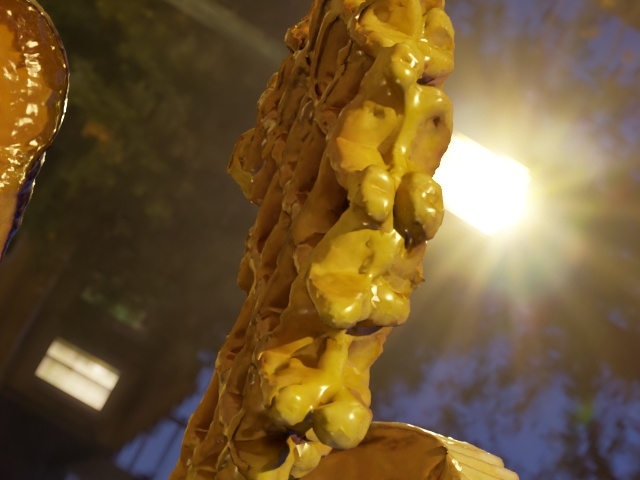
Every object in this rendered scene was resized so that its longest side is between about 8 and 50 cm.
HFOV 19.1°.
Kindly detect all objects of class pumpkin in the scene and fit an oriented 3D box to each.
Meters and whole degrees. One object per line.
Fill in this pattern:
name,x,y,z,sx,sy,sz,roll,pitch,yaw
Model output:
pumpkin,-0.249,-0.126,1.497,0.163,0.278,0.111,-15,-148,20

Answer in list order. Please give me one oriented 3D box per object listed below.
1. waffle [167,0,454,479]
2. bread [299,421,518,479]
waffle,0.000,0.000,0.896,0.260,0.069,0.293,128,-25,-57
bread,0.053,0.277,1.324,0.204,0.156,0.288,-12,-112,31
